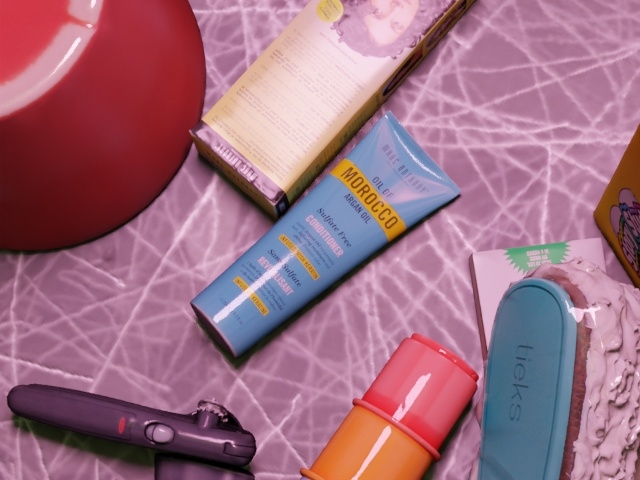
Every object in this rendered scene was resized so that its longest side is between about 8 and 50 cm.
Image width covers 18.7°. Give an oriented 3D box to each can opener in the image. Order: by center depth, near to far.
[{"bbox_3d":[-0.133,0.133,1.381,0.186,0.059,0.073,16,81,5],"label":"can opener"}]

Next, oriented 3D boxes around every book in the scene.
[{"bbox_3d":[0.164,0.075,1.398,0.096,0.035,0.144,-7,78,-3],"label":"book"}]

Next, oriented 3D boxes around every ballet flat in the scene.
[{"bbox_3d":[0.158,0.217,1.312,0.147,0.147,0.409,15,93,5],"label":"ballet flat"}]

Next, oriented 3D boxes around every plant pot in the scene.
[{"bbox_3d":[-0.226,-0.143,1.343,0.275,0.243,0.275,0,80,2],"label":"plant pot"}]

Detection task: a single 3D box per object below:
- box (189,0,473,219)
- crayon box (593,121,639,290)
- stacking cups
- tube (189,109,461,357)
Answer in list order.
[{"bbox_3d":[0.013,-0.131,1.425,0.087,0.058,0.232,40,84,8],"label":"box"},{"bbox_3d":[0.310,0.053,1.226,0.106,0.363,0.313,-30,80,-4],"label":"crayon box"},{"bbox_3d":[0.005,0.210,1.345,0.096,0.096,0.316,35,82,8],"label":"stacking cups"},{"bbox_3d":[0.000,0.000,1.411,0.207,0.052,0.080,-41,92,-11],"label":"tube"}]
